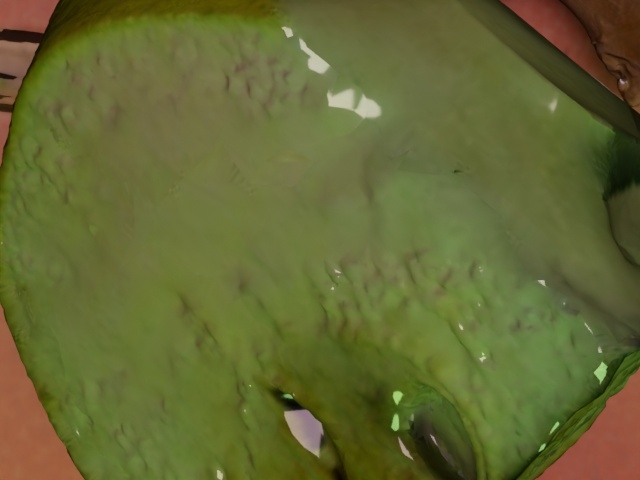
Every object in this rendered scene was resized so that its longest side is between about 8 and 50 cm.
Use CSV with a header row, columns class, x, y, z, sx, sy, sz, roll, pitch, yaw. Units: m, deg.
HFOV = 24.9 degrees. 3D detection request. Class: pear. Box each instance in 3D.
class,x,y,z,sx,sy,sz,roll,pitch,yaw
pear,0.000,0.000,0.596,0.282,0.176,0.286,42,127,12

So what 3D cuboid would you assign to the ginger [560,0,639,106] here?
class,x,y,z,sx,sy,sz,roll,pitch,yaw
ginger,0.143,-0.131,0.642,0.334,0.081,0.147,13,93,5
